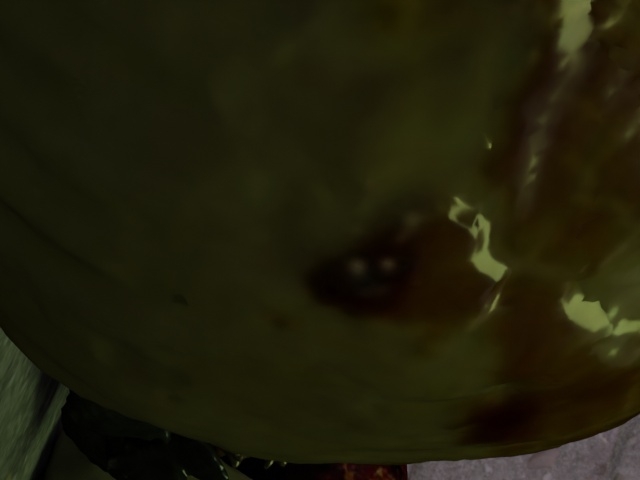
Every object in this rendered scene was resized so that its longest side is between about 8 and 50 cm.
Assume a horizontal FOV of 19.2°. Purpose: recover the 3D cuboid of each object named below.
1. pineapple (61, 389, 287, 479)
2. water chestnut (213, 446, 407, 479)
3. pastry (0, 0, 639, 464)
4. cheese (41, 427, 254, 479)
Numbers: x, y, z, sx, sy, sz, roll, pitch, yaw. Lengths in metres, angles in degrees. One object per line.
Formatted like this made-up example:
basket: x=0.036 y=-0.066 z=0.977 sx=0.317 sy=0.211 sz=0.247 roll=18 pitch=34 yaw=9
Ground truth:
pineapple: x=-0.076 y=0.079 z=1.324 sx=0.357 sy=0.223 sz=0.222 roll=-25 pitch=141 yaw=-58
water chestnut: x=-0.072 y=0.288 z=2.167 sx=0.335 sy=0.335 sz=0.347 roll=-69 pitch=-153 yaw=24
pastry: x=0.036 y=-0.099 z=0.670 sx=0.388 sy=0.313 sz=0.388 roll=-154 pitch=-90 yaw=-90
cheese: x=-0.161 y=0.246 z=1.459 sx=0.248 sy=0.251 sz=0.173 roll=-30 pitch=-151 yaw=23
